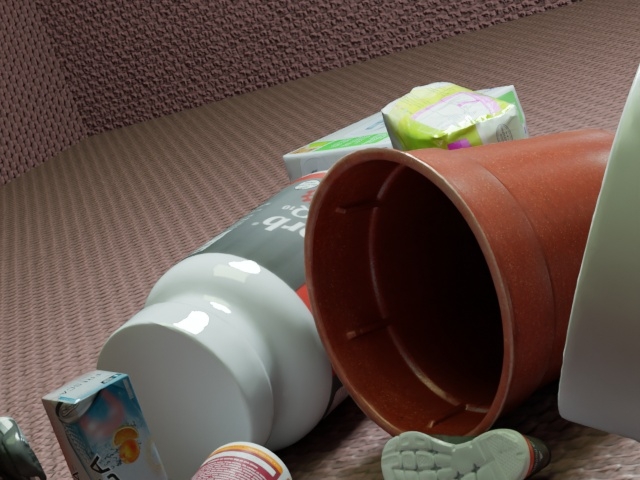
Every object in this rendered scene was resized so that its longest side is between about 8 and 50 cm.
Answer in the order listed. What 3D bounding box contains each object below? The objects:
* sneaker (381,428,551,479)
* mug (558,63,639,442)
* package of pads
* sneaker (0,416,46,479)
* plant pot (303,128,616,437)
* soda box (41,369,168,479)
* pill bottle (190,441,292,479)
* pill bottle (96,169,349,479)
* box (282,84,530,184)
[{"bbox_3d":[0.121,0.186,1.393,0.158,0.061,0.065,-7,-8,42],"label":"sneaker"},{"bbox_3d":[0.333,0.066,1.077,0.328,0.276,0.374,14,60,15],"label":"mug"},{"bbox_3d":[0.165,-0.053,1.872,0.101,0.229,0.296,-22,13,-6],"label":"package of pads"},{"bbox_3d":[-0.375,0.252,1.803,0.132,0.086,0.229,-30,5,-19],"label":"sneaker"},{"bbox_3d":[0.170,0.021,1.528,0.265,0.272,0.272,-17,9,-35],"label":"plant pot"},{"bbox_3d":[-0.169,0.204,1.432,0.058,0.183,0.063,-29,17,-33],"label":"soda box"},{"bbox_3d":[-0.083,0.234,1.394,0.086,0.086,0.152,-15,14,22],"label":"pill bottle"},{"bbox_3d":[-0.048,0.084,1.681,0.210,0.210,0.363,-11,17,35],"label":"pill bottle"},{"bbox_3d":[0.126,-0.110,2.379,0.262,0.126,0.231,-27,14,-40],"label":"box"}]
